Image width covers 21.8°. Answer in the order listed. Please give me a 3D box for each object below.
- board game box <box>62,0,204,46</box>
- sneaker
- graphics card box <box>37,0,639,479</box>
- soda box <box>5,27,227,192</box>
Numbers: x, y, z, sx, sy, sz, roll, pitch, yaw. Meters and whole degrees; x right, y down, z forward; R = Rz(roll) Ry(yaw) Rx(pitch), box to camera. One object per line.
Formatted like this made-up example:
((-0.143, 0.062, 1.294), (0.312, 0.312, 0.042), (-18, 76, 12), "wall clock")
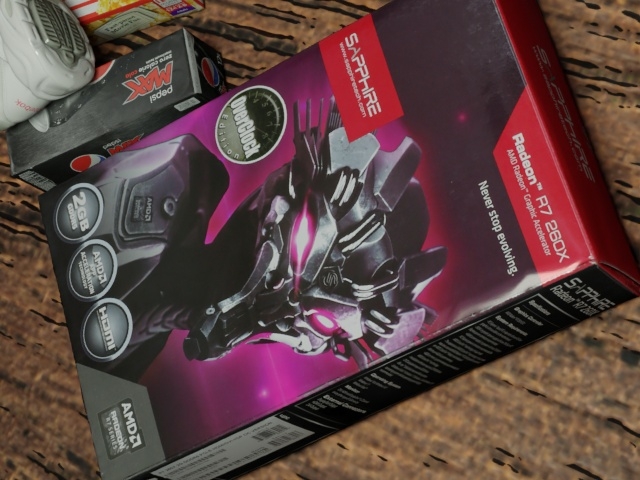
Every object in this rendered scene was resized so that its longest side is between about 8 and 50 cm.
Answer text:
((-0.187, -0.224, 1.296), (0.193, 0.045, 0.147), (-16, 68, 25), "board game box")
((-0.257, -0.184, 1.245), (0.115, 0.090, 0.232), (-35, 58, 23), "sneaker")
((0.000, 0.000, 1.098), (0.371, 0.094, 0.233), (-26, 65, 21), "graphics card box")
((-0.152, -0.094, 1.234), (0.169, 0.053, 0.060), (-22, 66, 22), "soda box")
